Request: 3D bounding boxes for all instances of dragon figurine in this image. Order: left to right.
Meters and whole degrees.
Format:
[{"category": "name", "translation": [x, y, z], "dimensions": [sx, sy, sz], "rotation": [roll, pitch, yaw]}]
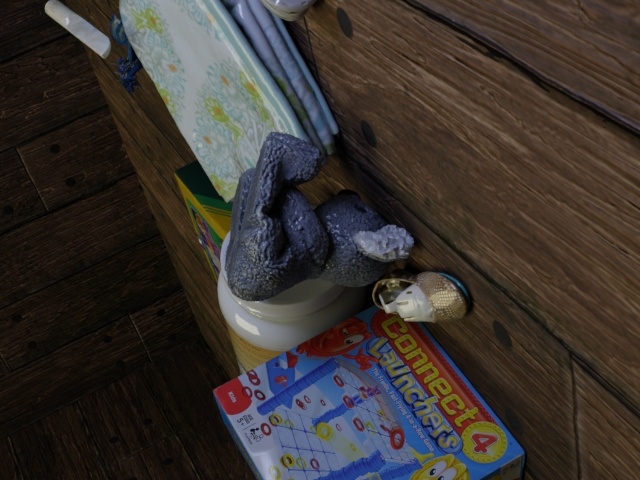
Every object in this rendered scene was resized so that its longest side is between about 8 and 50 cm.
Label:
[{"category": "dragon figurine", "translation": [-0.360, -0.407, 1.894], "dimensions": [0.085, 0.144, 0.289], "rotation": [57, 165, 21]}]

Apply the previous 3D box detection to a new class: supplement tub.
[{"category": "supplement tub", "translation": [-0.036, 0.110, 1.496], "dimensions": [0.228, 0.228, 0.316], "rotation": [53, 163, 35]}]

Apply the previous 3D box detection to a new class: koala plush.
[{"category": "koala plush", "translation": [0.000, 0.000, 1.251], "dimensions": [0.196, 0.221, 0.203], "rotation": [139, 143, -65]}]

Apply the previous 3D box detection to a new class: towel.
[{"category": "towel", "translation": [-0.148, -0.243, 1.370], "dimensions": [0.375, 0.090, 0.320], "rotation": [61, 151, -7]}]

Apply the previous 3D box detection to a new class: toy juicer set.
[{"category": "toy juicer set", "translation": [-0.376, -0.450, 1.462], "dimensions": [0.209, 0.089, 0.329], "rotation": [12, 90, 40]}]

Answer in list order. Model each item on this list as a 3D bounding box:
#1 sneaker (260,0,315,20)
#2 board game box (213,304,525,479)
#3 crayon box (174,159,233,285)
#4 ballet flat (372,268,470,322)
[{"category": "sneaker", "translation": [-0.084, -0.354, 1.130], "dimensions": [0.232, 0.090, 0.115], "rotation": [63, 169, 4]}, {"category": "board game box", "translation": [0.059, 0.260, 1.280], "dimensions": [0.308, 0.301, 0.086], "rotation": [52, 162, 36]}, {"category": "crayon box", "translation": [-0.171, 0.036, 2.102], "dimensions": [0.313, 0.106, 0.363], "rotation": [45, 158, 48]}, {"category": "ballet flat", "translation": [0.120, 0.077, 1.212], "dimensions": [0.073, 0.067, 0.206], "rotation": [65, 166, -6]}]
